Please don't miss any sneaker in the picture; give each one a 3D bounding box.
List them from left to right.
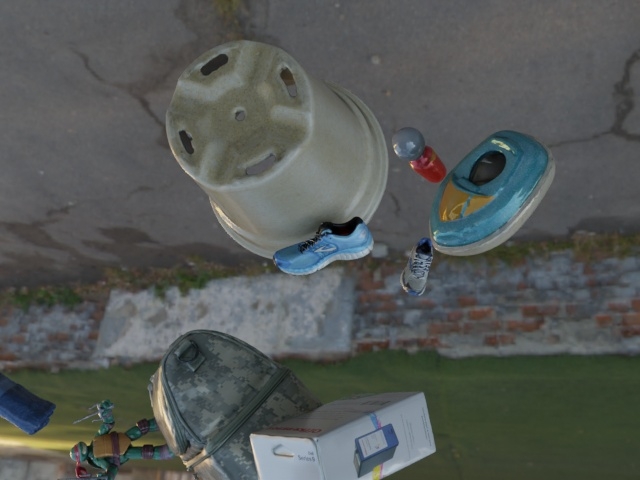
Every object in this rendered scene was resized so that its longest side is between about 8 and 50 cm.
[{"bbox_3d":[0.000,0.000,1.194,0.162,0.063,0.073,-19,130,-4],"label":"sneaker"},{"bbox_3d":[0.190,0.046,1.464,0.052,0.135,0.058,18,138,-2],"label":"sneaker"}]

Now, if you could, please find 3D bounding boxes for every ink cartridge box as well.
[{"bbox_3d":[0.031,0.284,1.063,0.212,0.093,0.154,-9,176,-41],"label":"ink cartridge box"}]

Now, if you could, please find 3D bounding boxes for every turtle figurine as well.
[{"bbox_3d":[-0.423,0.416,1.546,0.234,0.175,0.118,-7,157,-21],"label":"turtle figurine"}]

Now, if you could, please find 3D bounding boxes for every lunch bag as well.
[{"bbox_3d":[-0.172,0.282,1.284,0.256,0.212,0.305,46,157,3],"label":"lunch bag"}]

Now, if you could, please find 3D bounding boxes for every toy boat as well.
[{"bbox_3d":[0.258,-0.116,1.406,0.148,0.267,0.318,38,180,-40],"label":"toy boat"}]

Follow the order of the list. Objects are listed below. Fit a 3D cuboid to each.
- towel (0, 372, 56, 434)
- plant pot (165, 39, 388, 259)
[{"bbox_3d":[-0.388,0.192,0.931,0.119,0.029,0.067,35,-178,-3],"label":"towel"},{"bbox_3d":[-0.082,-0.154,1.193,0.334,0.333,0.305,-2,170,15],"label":"plant pot"}]
